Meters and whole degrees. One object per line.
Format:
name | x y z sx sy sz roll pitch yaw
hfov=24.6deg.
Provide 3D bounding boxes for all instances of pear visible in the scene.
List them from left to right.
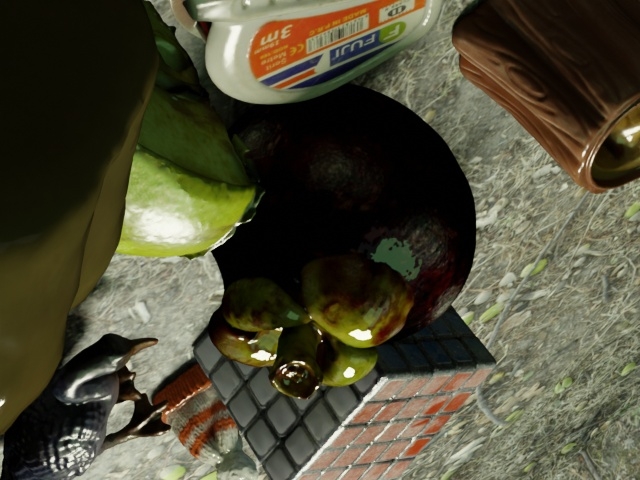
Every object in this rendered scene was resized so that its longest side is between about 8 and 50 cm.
pear | -0.207 -0.090 1.198 0.164 0.238 0.255 -42 154 24

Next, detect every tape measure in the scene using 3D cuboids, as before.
tape measure | -0.015 -0.240 1.308 0.258 0.130 0.265 -26 156 -13

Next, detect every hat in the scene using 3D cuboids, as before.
hat | -0.135 0.245 1.872 0.112 0.162 0.093 -38 155 11

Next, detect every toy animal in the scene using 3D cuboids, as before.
toy animal | -0.284 0.210 1.699 0.298 0.122 0.185 -43 163 28

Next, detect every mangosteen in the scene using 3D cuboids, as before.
mangosteen | 0.006 -0.003 1.506 0.313 0.297 0.297 -57 148 8

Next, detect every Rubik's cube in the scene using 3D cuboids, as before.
Rubik's cube | 0.029 0.147 1.829 0.237 0.237 0.238 6 132 -50

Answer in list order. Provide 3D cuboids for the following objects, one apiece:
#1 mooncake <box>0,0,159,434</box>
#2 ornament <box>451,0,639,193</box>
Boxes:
mooncake | -0.335 -0.060 0.871 0.467 0.467 0.262 -14 139 -35
ornament | 0.292 -0.181 1.635 0.235 0.217 0.221 -20 147 -25
